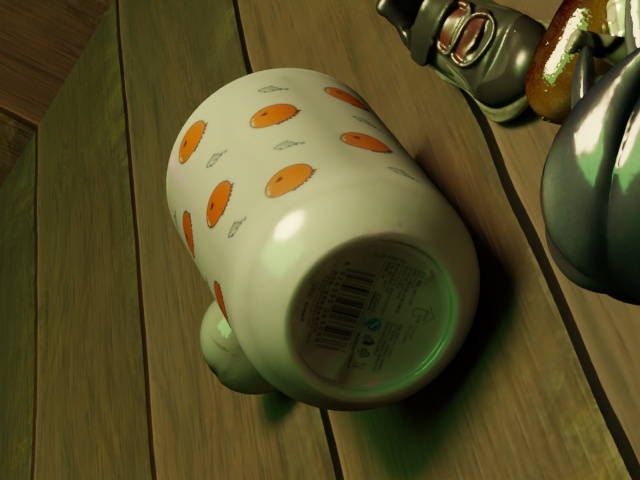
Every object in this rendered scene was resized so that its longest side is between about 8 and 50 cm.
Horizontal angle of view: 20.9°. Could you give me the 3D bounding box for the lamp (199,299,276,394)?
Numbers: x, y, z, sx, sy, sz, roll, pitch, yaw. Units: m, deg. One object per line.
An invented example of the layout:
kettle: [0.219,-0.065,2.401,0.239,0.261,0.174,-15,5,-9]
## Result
lamp: [-0.064,0.094,1.648,0.105,0.105,0.105,-48,28,36]

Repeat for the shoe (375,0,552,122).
shoe: [0.122,-0.176,1.509,0.099,0.112,0.227,-61,21,7]

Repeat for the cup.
cup: [0.000,0.000,1.463,0.212,0.212,0.317,-60,23,13]

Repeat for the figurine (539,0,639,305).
figurine: [0.232,-0.087,1.109,0.197,0.175,0.265,3,77,61]

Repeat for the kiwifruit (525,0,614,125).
kiwifruit: [0.205,-0.145,1.346,0.124,0.075,0.075,-61,22,-1]
